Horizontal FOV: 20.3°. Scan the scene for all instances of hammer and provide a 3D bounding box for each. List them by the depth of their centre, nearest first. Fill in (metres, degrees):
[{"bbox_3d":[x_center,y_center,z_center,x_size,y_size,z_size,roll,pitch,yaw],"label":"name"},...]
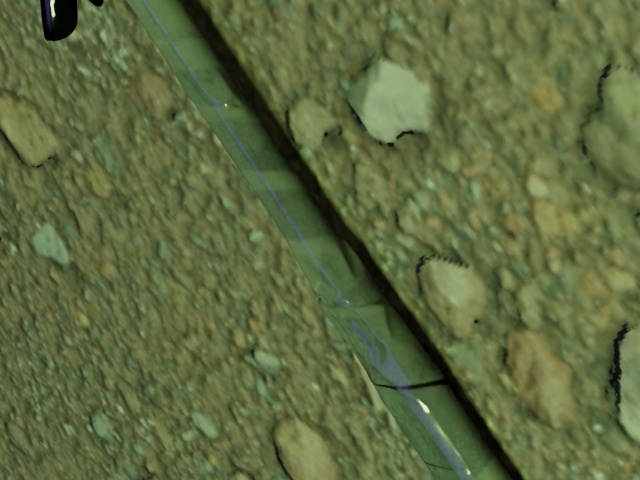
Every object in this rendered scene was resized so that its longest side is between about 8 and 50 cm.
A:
[{"bbox_3d":[0.001,0.000,0.851,0.427,0.044,0.152,56,146,-1],"label":"hammer"}]
